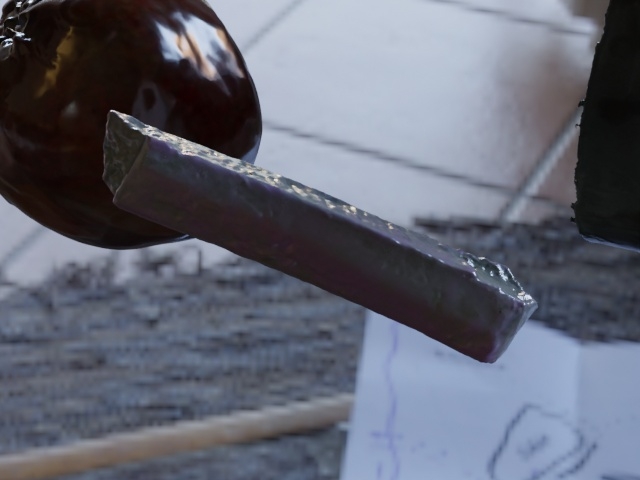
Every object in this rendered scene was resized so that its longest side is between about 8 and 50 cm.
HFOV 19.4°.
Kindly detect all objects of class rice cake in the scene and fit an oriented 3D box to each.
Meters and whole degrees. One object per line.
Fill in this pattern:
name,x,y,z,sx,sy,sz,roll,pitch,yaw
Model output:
rice cake,0.000,0.000,1.404,0.365,0.072,0.056,24,17,-16

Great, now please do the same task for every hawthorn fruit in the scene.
hawthorn fruit,-0.204,-0.139,1.917,0.325,0.308,0.308,17,20,-38

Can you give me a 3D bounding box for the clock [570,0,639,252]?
clock,0.328,-0.171,1.697,0.076,0.386,0.386,18,35,20
